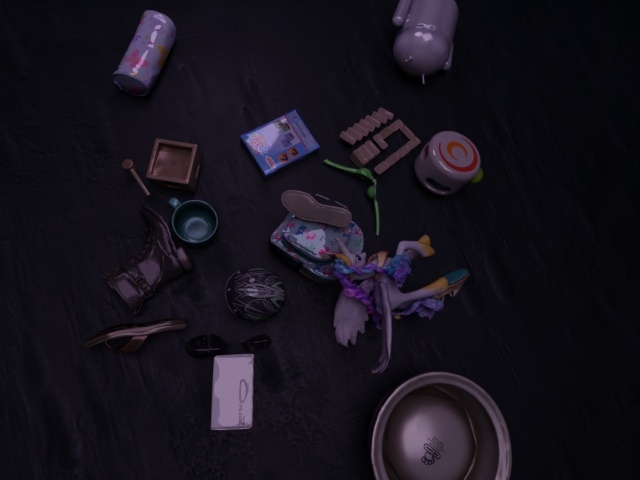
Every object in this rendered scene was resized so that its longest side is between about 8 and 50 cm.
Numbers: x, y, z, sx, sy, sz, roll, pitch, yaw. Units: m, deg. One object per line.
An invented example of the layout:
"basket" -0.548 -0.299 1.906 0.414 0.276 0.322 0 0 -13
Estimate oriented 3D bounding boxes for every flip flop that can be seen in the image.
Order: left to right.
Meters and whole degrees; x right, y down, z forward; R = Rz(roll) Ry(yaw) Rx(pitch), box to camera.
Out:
"flip flop" -0.504 0.268 1.242 0.278 0.112 0.079 -7 91 -18

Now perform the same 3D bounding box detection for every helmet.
"helmet" -0.185 0.153 1.294 0.170 0.161 0.169 3 74 -10

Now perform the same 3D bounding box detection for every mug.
"mug" -0.372 -0.056 1.350 0.130 0.097 0.157 -12 77 -13

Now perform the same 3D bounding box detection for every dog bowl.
"dog bowl" 0.316 0.576 1.284 0.409 0.150 0.407 3 75 -11

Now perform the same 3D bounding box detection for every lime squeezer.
"lime squeezer" 0.143 -0.170 1.503 0.110 0.059 0.310 -33 84 -18

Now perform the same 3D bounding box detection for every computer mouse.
"computer mouse" -0.262 0.304 1.302 0.243 0.071 0.041 0 116 -15

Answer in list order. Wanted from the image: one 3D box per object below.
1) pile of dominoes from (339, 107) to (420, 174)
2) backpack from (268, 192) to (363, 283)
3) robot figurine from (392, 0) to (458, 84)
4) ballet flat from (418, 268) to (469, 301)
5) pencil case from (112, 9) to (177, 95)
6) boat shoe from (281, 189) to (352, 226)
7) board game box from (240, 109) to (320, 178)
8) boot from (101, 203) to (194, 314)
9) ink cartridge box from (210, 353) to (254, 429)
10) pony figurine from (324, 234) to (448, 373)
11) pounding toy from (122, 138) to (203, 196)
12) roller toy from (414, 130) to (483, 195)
"pile of dominoes" 0.202 -0.345 1.585 0.251 0.040 0.196 -39 84 -26
"backpack" 0.000 0.000 1.368 0.254 0.191 0.225 39 71 -4
"robot figurine" 0.377 -0.739 1.628 0.300 0.200 0.353 27 69 -28
"ballet flat" 0.396 0.160 1.466 0.206 0.073 0.067 -23 108 -13
"pencil case" -0.561 -0.600 1.455 0.124 0.113 0.272 14 72 3
"boat shoe" -0.009 -0.093 1.278 0.206 0.065 0.075 19 111 4
"board game box" -0.132 -0.319 1.499 0.212 0.039 0.160 -30 82 -18
"boot" -0.516 0.049 1.299 0.229 0.091 0.262 -34 83 -16
"ink cartridge box" -0.228 0.387 1.182 0.100 0.237 0.171 2 74 -11
"pony figurine" 0.178 0.153 1.279 0.364 0.303 0.350 -5 96 -27
"pounding toy" -0.483 -0.205 1.378 0.206 0.094 0.180 9 78 1
"roller toy" 0.422 -0.258 1.534 0.191 0.146 0.209 -15 72 -24
